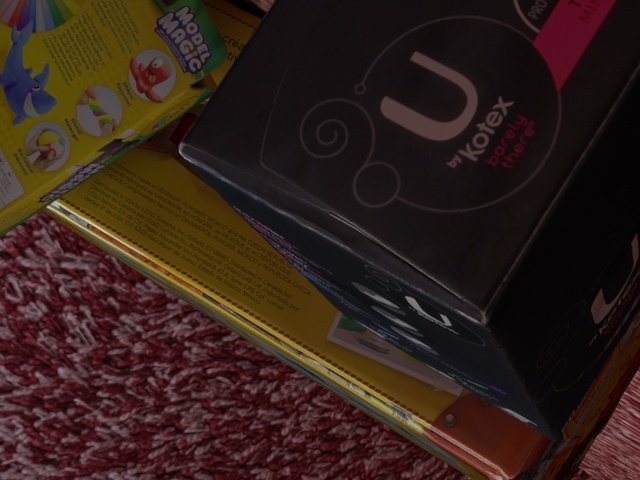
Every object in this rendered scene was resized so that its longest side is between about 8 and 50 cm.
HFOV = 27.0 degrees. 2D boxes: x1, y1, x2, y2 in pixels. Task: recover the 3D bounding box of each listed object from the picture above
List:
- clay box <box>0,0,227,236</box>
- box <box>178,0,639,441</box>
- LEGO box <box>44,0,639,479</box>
[{"bbox_3d":[-0.167,-0.110,0.876,0.127,0.222,0.053,61,-164,7],"label":"clay box"},{"bbox_3d":[0.077,-0.030,0.600,0.143,0.165,0.270,30,174,22],"label":"box"},{"bbox_3d":[0.000,0.000,1.054,0.500,0.193,0.372,30,173,19],"label":"LEGO box"}]
